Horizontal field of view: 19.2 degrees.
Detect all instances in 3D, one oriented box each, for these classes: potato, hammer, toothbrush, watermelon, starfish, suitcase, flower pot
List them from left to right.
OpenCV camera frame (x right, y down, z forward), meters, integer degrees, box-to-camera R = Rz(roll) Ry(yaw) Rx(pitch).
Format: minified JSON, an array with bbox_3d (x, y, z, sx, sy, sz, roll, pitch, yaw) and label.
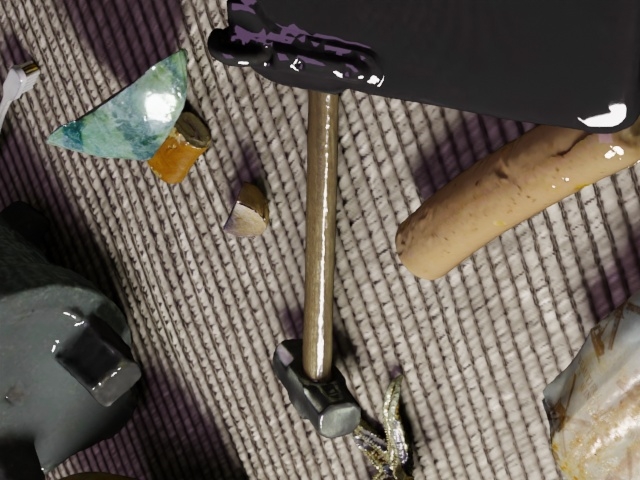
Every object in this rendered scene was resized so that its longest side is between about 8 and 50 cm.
[{"bbox_3d":[-0.363,-0.099,2.060,0.025,0.030,0.342,53,145,10],"label":"toothbrush"},{"bbox_3d":[-0.334,0.130,2.004,0.283,0.299,0.299,44,144,42],"label":"flower pot"},{"bbox_3d":[-0.172,-0.124,1.751,0.081,0.094,0.180,41,144,-26],"label":"watermelon"},{"bbox_3d":[-0.063,-0.030,1.739,0.037,0.036,0.093,19,162,-5],"label":"potato"},{"bbox_3d":[0.000,0.000,1.664,0.111,0.043,0.365,-130,35,-51],"label":"hammer"},{"bbox_3d":[0.064,0.222,1.725,0.176,0.053,0.208,-157,60,-66],"label":"starfish"},{"bbox_3d":[0.094,-0.253,1.200,0.339,0.188,0.345,13,129,19],"label":"suitcase"}]

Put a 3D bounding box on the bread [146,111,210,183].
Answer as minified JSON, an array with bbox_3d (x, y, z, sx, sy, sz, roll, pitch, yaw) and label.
[{"bbox_3d":[-0.136,-0.087,1.781,0.047,0.036,0.083,51,147,5],"label":"bread"}]

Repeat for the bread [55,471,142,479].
[{"bbox_3d":[-0.177,0.350,2.021,0.252,0.196,0.238,6,115,47],"label":"bread"}]

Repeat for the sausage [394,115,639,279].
[{"bbox_3d":[0.150,-0.041,1.435,0.066,0.066,0.301,58,144,2],"label":"sausage"}]

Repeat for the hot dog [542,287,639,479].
[{"bbox_3d":[0.267,0.111,1.388,0.162,0.082,0.270,43,135,9],"label":"hot dog"}]
